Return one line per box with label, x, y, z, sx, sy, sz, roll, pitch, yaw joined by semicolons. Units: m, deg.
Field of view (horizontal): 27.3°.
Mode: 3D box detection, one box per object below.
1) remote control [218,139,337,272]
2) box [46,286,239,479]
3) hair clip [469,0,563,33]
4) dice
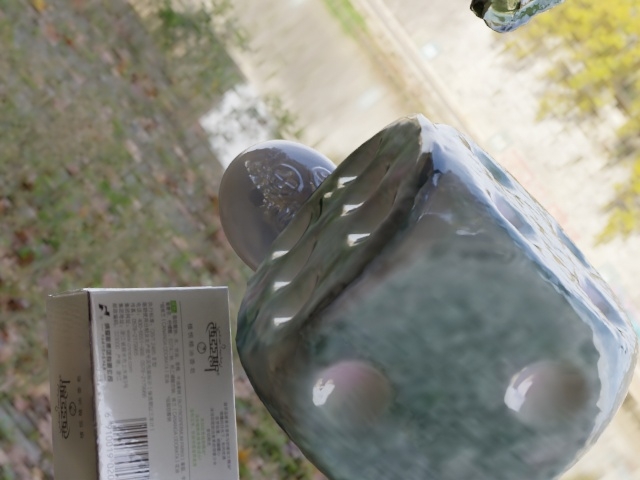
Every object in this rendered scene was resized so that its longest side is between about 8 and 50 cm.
remote control;0.000;0.000;1.845;0.332;0.221;0.103;44;-36;-8
box;-0.204;0.184;1.522;0.194;0.111;0.261;1;81;-40
hair clip;0.211;-0.250;0.962;0.321;0.138;0.091;-21;56;-37
dice;0.121;0.088;1.465;0.348;0.330;0.328;44;15;-18
